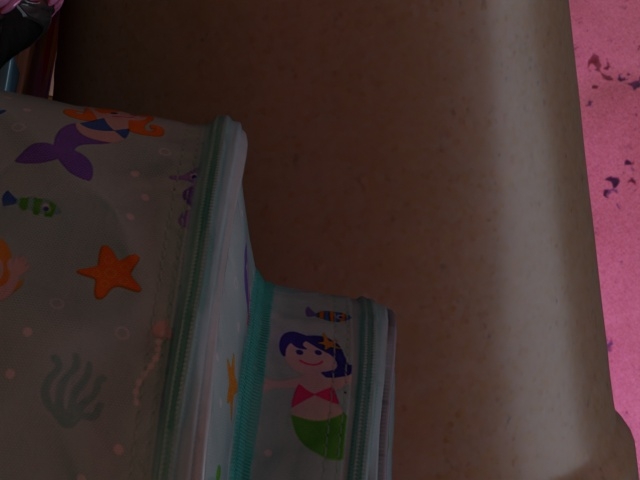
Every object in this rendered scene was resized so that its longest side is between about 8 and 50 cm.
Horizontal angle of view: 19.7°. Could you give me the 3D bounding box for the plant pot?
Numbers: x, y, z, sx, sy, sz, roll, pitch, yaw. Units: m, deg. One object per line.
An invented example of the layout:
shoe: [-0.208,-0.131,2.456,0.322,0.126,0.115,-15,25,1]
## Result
plant pot: [0.000,0.000,0.851,0.334,0.334,0.305,-101,-170,-77]

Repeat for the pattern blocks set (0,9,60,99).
pattern blocks set: [-0.138,-0.092,0.847,0.325,0.026,0.285,119,-20,-73]

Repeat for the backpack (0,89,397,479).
backpack: [-0.074,0.084,0.566,0.253,0.191,0.225,97,0,-48]

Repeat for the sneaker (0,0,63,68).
sneaker: [-0.121,-0.069,0.626,0.119,0.047,0.057,-53,161,-84]

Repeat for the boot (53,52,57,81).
boot: [-0.108,-0.185,1.205,0.219,0.082,0.106,-61,-176,-10]

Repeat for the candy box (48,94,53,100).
candy box: [-0.161,0.017,1.037,0.186,0.053,0.109,-83,-174,-48]
